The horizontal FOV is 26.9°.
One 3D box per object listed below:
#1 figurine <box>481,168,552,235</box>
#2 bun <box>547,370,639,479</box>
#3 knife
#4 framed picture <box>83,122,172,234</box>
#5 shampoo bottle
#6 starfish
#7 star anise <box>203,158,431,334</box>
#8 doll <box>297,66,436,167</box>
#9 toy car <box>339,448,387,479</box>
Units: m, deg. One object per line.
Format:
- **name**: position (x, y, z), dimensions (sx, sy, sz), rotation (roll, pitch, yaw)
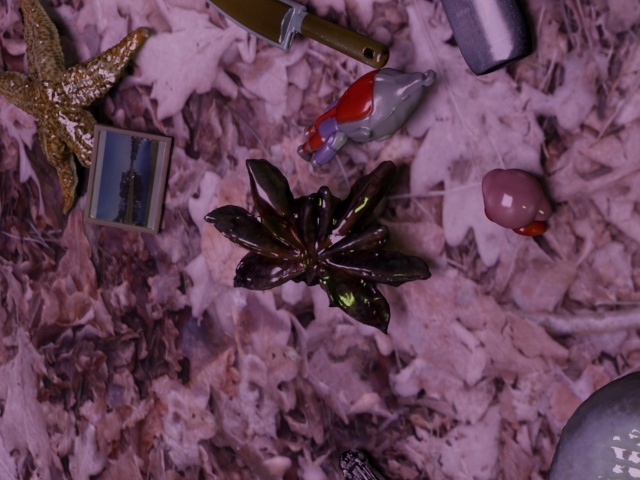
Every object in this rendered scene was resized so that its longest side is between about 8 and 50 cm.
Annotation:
- **figurine**: position (0.218, -0.044, 1.494), dimensions (0.083, 0.067, 0.071), rotation (19, 134, 18)
- **bun**: position (0.395, 0.297, 1.354), dimensions (0.354, 0.194, 0.354), rotation (8, 104, 36)
- **knife**: position (-0.043, -0.265, 1.646), dimensions (0.343, 0.027, 0.061), rotation (32, 109, 40)
- **framed picture**: position (-0.271, -0.086, 1.881), dimensions (0.109, 0.011, 0.149), rotation (9, 112, -3)
- **shampoo bottle**: position (0.163, -0.303, 1.483), dimensions (0.087, 0.049, 0.234), rotation (-21, 87, 39)
- **starfish**: position (-0.383, -0.194, 1.946), dimensions (0.357, 0.078, 0.347), rotation (11, 113, 34)
- **star anise**: position (-0.003, 0.003, 1.625), dimensions (0.282, 0.129, 0.212), rotation (7, 130, 5)
- **doll**: position (0.054, -0.154, 1.586), dimensions (0.075, 0.102, 0.227), rotation (36, 139, -28)
- **toy car**: position (0.061, 0.309, 1.741), dimensions (0.093, 0.025, 0.041), rotation (50, 126, 14)
